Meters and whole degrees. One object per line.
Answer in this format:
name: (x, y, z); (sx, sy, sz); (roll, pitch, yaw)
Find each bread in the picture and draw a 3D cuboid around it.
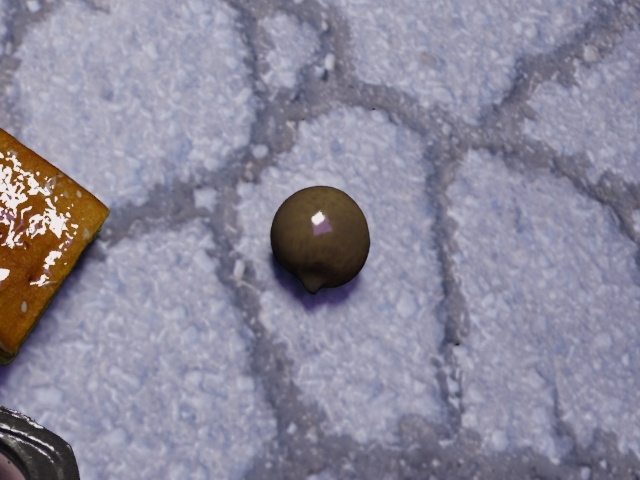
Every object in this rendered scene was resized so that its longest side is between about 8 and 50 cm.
bread: (-0.339, -0.019, 1.210); (0.234, 0.110, 0.184); (33, 63, -3)

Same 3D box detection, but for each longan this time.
longan: (0.000, 0.000, 1.326); (0.113, 0.092, 0.113); (2, 86, -32)

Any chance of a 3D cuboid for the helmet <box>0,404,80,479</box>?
helmet: (-0.346, 0.237, 1.090); (0.253, 0.154, 0.198); (20, 27, -20)
